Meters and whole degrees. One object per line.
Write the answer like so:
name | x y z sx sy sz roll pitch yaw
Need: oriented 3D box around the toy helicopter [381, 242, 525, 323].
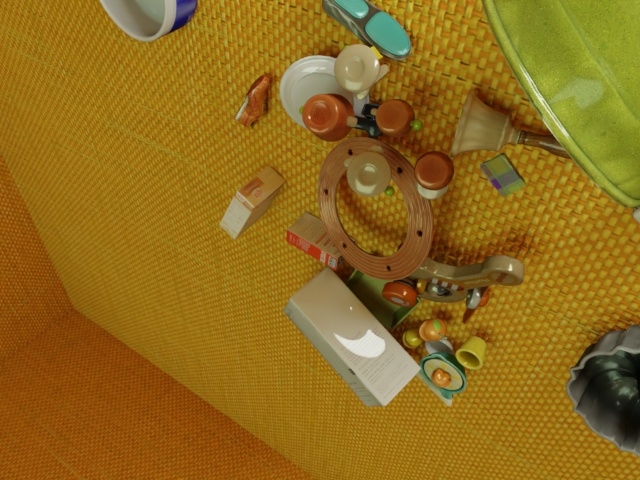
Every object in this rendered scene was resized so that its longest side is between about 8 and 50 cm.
toy helicopter | 0.321 0.097 1.158 0.235 0.140 0.355 30 158 -18

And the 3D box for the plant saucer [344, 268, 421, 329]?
plant saucer | 0.172 0.137 1.412 0.188 0.045 0.188 40 142 7

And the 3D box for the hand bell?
hand bell | 0.369 -0.182 0.919 0.242 0.126 0.126 17 136 14

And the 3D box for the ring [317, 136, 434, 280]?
ring | 0.119 -0.069 1.163 0.336 0.032 0.337 25 126 40

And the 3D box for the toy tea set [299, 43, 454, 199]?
toy tea set | 0.111 -0.202 1.001 0.200 0.124 0.336 -38 86 19

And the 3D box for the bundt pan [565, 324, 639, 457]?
bundt pan | 0.684 0.299 1.031 0.330 0.124 0.331 24 138 24

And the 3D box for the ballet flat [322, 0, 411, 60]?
ballet flat | 0.087 -0.414 0.983 0.213 0.072 0.068 43 169 4

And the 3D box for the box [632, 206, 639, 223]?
box | 0.621 -0.094 0.754 0.113 0.094 0.275 42 143 3

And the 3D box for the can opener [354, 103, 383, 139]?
can opener | 0.068 -0.260 1.109 0.186 0.059 0.073 9 90 10

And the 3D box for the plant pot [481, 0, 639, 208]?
plant pot | 0.441 -0.281 0.583 0.353 0.366 0.366 -34 99 39

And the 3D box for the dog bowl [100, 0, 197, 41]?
dog bowl | -0.422 -0.620 1.213 0.264 0.104 0.265 24 138 24

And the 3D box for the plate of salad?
plate of salad | 0.009 -0.319 1.127 0.199 0.048 0.200 9 140 8

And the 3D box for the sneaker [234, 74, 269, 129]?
sneaker | -0.155 -0.344 1.273 0.067 0.064 0.175 29 149 -12

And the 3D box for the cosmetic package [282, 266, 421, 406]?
cosmetic package | 0.077 0.278 1.466 0.385 0.156 0.217 46 161 8

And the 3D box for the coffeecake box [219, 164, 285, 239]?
coffeecake box | -0.193 -0.105 1.443 0.068 0.142 0.185 43 142 1

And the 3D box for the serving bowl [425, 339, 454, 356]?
serving bowl | 0.333 0.295 1.423 0.083 0.027 0.083 24 137 24

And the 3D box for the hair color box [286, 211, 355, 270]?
hair color box | 0.000 0.000 1.404 0.167 0.093 0.053 30 141 20

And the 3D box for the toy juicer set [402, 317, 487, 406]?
toy juicer set | 0.302 0.339 1.396 0.209 0.089 0.329 31 140 18

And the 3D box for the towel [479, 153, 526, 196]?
towel | 0.363 -0.130 1.023 0.083 0.009 0.060 50 141 -7
